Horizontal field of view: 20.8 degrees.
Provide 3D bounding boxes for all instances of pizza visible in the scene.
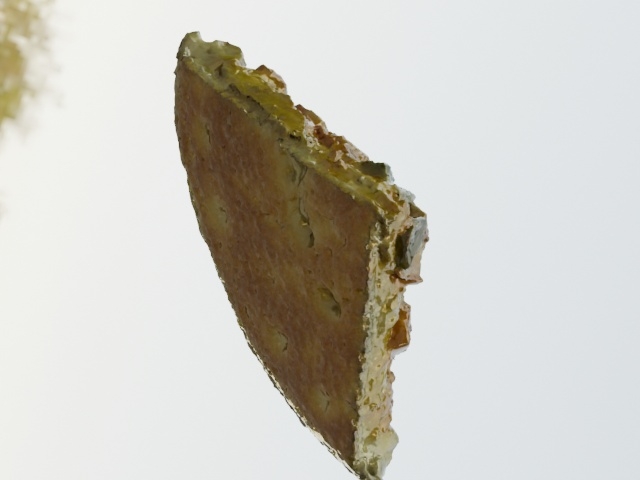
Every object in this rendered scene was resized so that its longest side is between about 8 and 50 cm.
[{"bbox_3d":[0.000,0.000,1.002,0.197,0.058,0.292,-31,-98,56],"label":"pizza"}]
